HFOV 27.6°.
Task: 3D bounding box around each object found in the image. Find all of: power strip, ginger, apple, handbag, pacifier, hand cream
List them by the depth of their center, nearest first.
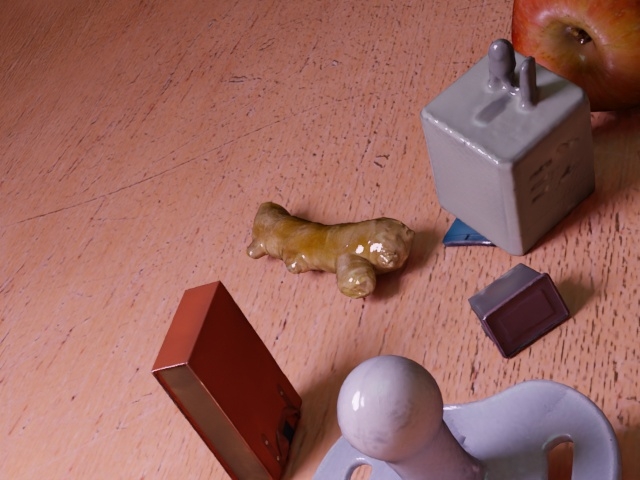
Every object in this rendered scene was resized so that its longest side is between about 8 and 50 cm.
[{"bbox_3d":[0.088,0.193,1.083,0.299,0.233,0.244,-14,37,29],"label":"pacifier"},{"bbox_3d":[-0.091,0.153,1.344,0.063,0.190,0.127,-17,33,25],"label":"handbag"},{"bbox_3d":[0.205,-0.117,1.429,0.140,0.224,0.139,-40,53,-16],"label":"power strip"},{"bbox_3d":[0.353,-0.285,1.563,0.242,0.242,0.241,-1,34,40],"label":"apple"},{"bbox_3d":[0.223,-0.076,1.568,0.083,0.048,0.224,1,48,43],"label":"hand cream"},{"bbox_3d":[0.002,0.003,1.616,0.118,0.065,0.299,-39,28,-22],"label":"ginger"}]

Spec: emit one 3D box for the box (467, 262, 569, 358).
[{"bbox_3d":[0.200,0.069,1.346,0.085,0.060,0.063,-35,25,-6],"label":"box"}]
